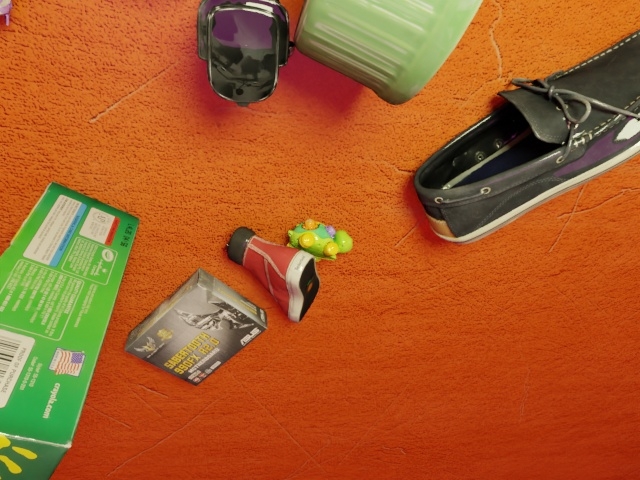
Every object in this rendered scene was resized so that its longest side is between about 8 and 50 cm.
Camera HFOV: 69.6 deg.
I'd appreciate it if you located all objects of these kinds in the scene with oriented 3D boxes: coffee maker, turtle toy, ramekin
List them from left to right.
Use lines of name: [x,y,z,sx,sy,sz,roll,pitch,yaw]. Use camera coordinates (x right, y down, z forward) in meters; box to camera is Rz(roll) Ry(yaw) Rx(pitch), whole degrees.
coffee maker: [-0.104,-0.281,0.580,0.120,0.178,0.171,-19,125,2]
turtle toy: [0.000,0.000,0.854,0.130,0.066,0.095,19,161,-21]
ramekin: [0.079,-0.325,0.518,0.148,0.303,0.304,18,119,-12]

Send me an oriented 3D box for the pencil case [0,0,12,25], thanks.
pencil case: [-0.375,-0.368,0.535,0.206,0.086,0.088,-46,147,22]

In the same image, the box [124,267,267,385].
box: [-0.252,0.185,0.946,0.231,0.056,0.183,-40,122,16]

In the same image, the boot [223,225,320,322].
boot: [-0.096,0.065,0.887,0.176,0.088,0.244,23,152,15]

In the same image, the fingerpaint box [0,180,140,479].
fingerpaint box: [-0.442,0.189,0.679,0.163,0.445,0.371,26,116,-25]

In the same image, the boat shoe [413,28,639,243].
boat shoe: [0.365,-0.182,0.731,0.500,0.187,0.156,-36,128,21]
